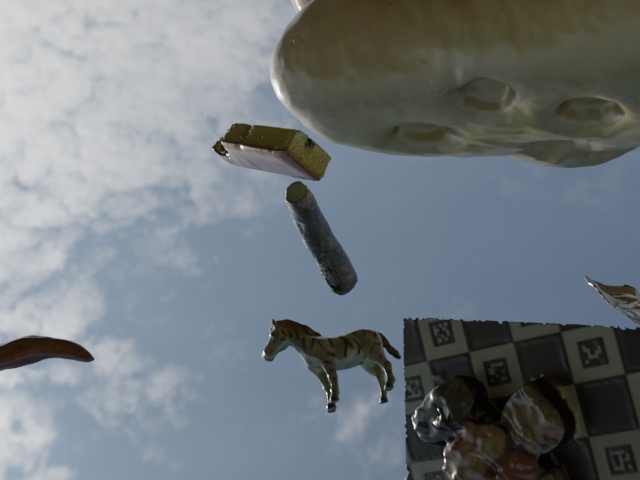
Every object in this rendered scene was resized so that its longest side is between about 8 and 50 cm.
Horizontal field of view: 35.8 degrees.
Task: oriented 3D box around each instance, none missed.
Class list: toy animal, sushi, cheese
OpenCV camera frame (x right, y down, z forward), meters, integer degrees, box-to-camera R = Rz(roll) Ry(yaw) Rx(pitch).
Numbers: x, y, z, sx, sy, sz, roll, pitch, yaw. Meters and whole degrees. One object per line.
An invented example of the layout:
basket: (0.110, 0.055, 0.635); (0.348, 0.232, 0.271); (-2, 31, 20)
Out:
toy animal: (0.023, 0.231, 1.828); (0.255, 0.090, 0.169); (10, -123, -12)
sushi: (0.215, 0.263, 1.176); (0.320, 0.339, 0.069); (2, -177, 37)
cheese: (0.158, -0.155, 0.773); (0.351, 0.328, 0.129); (7, -101, -16)

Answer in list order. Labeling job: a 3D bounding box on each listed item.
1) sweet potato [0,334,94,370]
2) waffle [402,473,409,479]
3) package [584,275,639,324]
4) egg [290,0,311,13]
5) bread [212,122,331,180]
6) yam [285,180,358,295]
sweet potato: (-0.557, 0.214, 1.855); (0.255, 0.058, 0.078); (-9, -128, -14)
waffle: (0.200, 0.434, 1.578); (0.168, 0.274, 0.057); (44, -173, 1)
package: (0.486, 0.118, 1.429); (0.166, 0.040, 0.232); (22, -168, -22)
egg: (0.058, -0.478, 1.609); (0.250, 0.322, 0.250); (14, -167, -3)
bread: (-0.086, -0.136, 1.466); (0.226, 0.088, 0.049); (14, -106, 48)
yam: (0.000, 0.000, 1.664); (0.061, 0.274, 0.061); (-11, -127, 15)
